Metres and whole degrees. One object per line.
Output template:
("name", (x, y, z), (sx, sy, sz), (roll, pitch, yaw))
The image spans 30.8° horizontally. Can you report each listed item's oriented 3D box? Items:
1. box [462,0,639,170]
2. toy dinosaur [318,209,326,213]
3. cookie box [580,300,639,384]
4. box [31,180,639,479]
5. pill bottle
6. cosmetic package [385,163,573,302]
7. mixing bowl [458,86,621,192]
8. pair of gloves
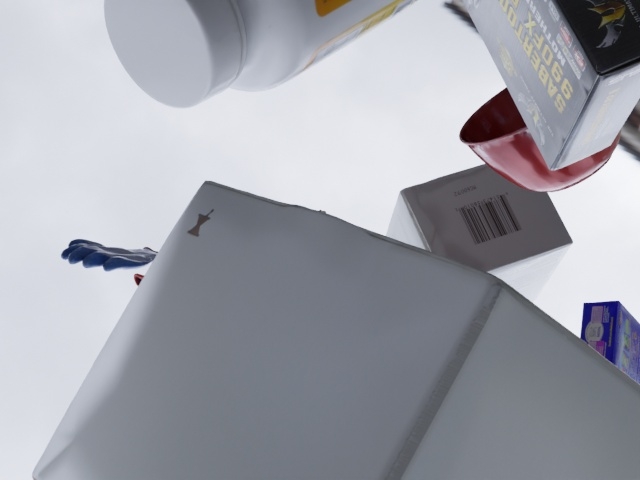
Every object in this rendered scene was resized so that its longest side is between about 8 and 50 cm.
("box", (0.156, -0.188, 0.848), (0.056, 0.183, 0.231), (-22, -105, -6))
("toy dinosaur", (0.000, 0.000, 1.344), (0.047, 0.082, 0.090), (-29, -101, -10))
("cookie box", (0.296, 0.122, 1.171), (0.040, 0.107, 0.091), (-4, -116, 33))
("box", (0.076, 0.138, 0.567), (0.345, 0.168, 0.215), (35, 171, -36))
("pill bottle", (-0.031, -0.189, 0.830), (0.136, 0.136, 0.246), (35, -131, 21))
("cosmetic package", (0.197, 0.048, 1.651), (0.197, 0.365, 0.155), (-17, -112, -15))
("mixing bowl", (0.249, -0.115, 1.238), (0.098, 0.181, 0.181), (57, -137, -17))
("pair of gloves", (-0.194, 0.028, 1.327), (0.198, 0.023, 0.159), (18, -170, 28))
